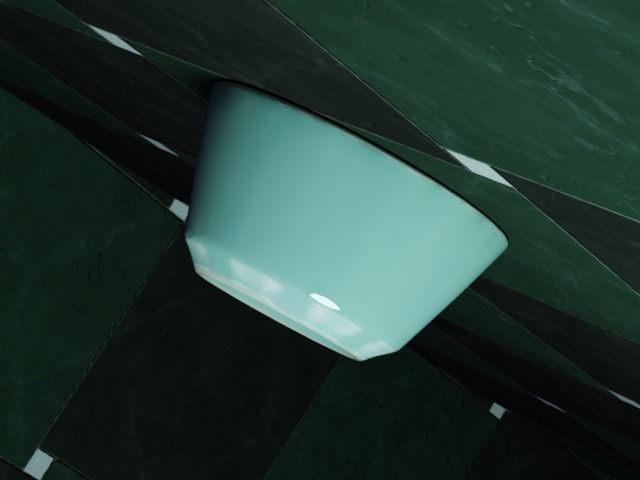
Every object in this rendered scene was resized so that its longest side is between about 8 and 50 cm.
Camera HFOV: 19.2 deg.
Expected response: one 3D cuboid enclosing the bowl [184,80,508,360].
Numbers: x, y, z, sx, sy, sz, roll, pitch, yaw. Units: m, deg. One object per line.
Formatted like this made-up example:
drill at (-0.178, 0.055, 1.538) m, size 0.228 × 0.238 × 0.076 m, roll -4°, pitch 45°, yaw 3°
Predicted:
bowl at (0.000, 0.000, 1.740) m, size 0.311 × 0.163 × 0.311 m, roll 28°, pitch 175°, yaw 3°
